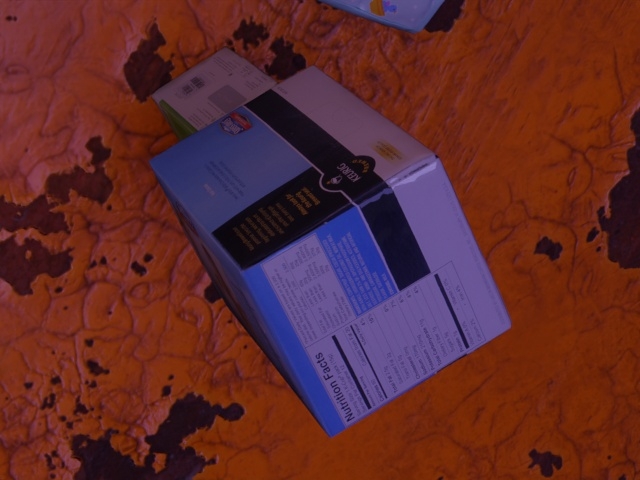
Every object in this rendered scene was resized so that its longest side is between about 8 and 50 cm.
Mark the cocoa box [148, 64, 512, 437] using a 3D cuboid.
[{"bbox_3d":[0.000,0.000,1.674,0.228,0.347,0.231,-31,119,-8],"label":"cocoa box"}]

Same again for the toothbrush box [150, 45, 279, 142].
[{"bbox_3d":[-0.067,-0.074,1.936,0.122,0.206,0.283,-35,120,-7],"label":"toothbrush box"}]

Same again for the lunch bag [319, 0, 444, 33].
[{"bbox_3d":[0.065,-0.399,1.900,0.223,0.160,0.262,17,96,-28],"label":"lunch bag"}]
